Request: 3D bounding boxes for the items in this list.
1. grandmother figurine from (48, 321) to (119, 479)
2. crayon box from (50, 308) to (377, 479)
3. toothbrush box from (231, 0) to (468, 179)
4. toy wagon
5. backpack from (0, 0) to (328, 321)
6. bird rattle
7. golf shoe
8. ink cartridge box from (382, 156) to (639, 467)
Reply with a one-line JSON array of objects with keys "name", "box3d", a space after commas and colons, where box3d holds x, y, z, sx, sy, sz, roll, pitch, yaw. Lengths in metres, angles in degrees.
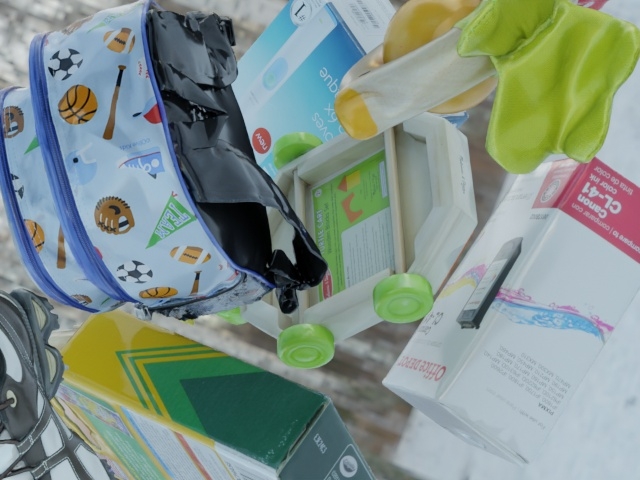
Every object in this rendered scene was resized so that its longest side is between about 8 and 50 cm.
[{"name": "grandmother figurine", "box3d": [-0.246, 0.267, 1.825, 0.104, 0.208, 0.342, -1, 99, 55]}, {"name": "crayon box", "box3d": [-0.099, 0.171, 1.340, 0.083, 0.323, 0.203, -53, -41, -24]}, {"name": "toothbrush box", "box3d": [-0.006, -0.132, 1.821, 0.126, 0.216, 0.295, -10, -27, -49]}, {"name": "toy wagon", "box3d": [0.000, 0.000, 1.551, 0.344, 0.068, 0.267, -29, 45, 30]}, {"name": "backpack", "box3d": [-0.141, -0.064, 1.215, 0.263, 0.213, 0.276, 65, -176, -79]}, {"name": "bird rattle", "box3d": [0.103, -0.143, 0.977, 0.207, 0.143, 0.253, -24, 23, 22]}, {"name": "golf shoe", "box3d": [-0.172, 0.117, 0.852, 0.077, 0.198, 0.094, -32, -20, 17]}, {"name": "ink cartridge box", "box3d": [0.221, 0.069, 1.662, 0.306, 0.131, 0.226, -55, 10, -8]}]
